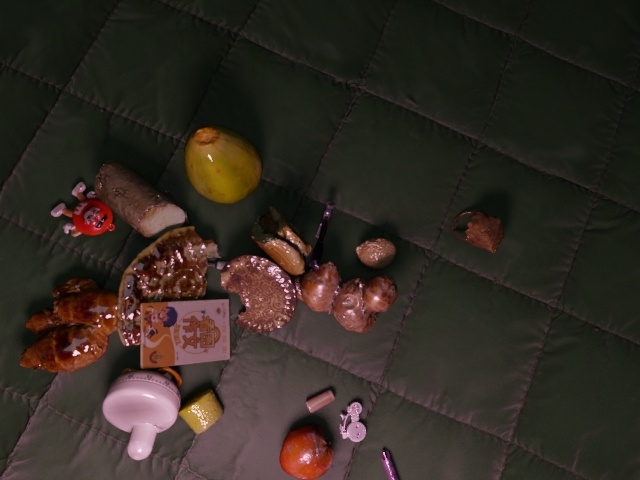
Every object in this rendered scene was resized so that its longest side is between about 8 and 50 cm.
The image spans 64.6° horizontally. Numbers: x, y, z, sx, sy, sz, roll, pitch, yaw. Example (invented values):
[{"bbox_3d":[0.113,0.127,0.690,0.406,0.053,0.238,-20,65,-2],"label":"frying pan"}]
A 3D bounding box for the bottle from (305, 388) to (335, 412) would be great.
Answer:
[{"bbox_3d":[0.000,0.544,1.716,0.096,0.045,0.045,-24,81,-11],"label":"bottle"}]

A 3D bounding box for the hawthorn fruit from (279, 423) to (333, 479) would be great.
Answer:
[{"bbox_3d":[-0.046,0.684,1.626,0.173,0.173,0.172,1,78,-4],"label":"hawthorn fruit"}]

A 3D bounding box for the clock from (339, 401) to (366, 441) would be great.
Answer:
[{"bbox_3d":[0.108,0.612,1.712,0.087,0.041,0.129,-1,83,-8],"label":"clock"}]

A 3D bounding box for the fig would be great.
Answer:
[{"bbox_3d":[-0.343,-0.272,1.714,0.258,0.326,0.258,-5,68,12],"label":"fig"}]

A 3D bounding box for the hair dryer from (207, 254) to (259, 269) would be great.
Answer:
[{"bbox_3d":[-0.317,0.096,1.787,0.198,0.057,0.100,4,78,5],"label":"hair dryer"}]

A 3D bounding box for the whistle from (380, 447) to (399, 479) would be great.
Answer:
[{"bbox_3d":[0.240,0.786,1.691,0.033,0.033,0.176,-18,81,-8],"label":"whistle"}]

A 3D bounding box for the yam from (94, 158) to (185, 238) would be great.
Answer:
[{"bbox_3d":[-0.619,-0.134,1.721,0.304,0.168,0.168,37,78,17],"label":"yam"}]

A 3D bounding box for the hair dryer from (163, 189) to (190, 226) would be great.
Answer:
[{"bbox_3d":[-0.533,-0.112,1.815,0.106,0.054,0.154,-18,70,-2],"label":"hair dryer"}]

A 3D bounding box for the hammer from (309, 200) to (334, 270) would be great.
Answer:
[{"bbox_3d":[0.000,0.000,1.738,0.037,0.137,0.290,15,42,-2],"label":"hammer"}]

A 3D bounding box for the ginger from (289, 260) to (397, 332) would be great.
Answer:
[{"bbox_3d":[0.069,0.178,1.721,0.375,0.256,0.176,16,43,14],"label":"ginger"}]

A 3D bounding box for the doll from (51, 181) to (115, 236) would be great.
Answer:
[{"bbox_3d":[-0.817,-0.090,1.765,0.217,0.085,0.183,37,77,13],"label":"doll"}]

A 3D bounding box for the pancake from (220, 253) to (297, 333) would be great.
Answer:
[{"bbox_3d":[-0.214,0.183,1.704,0.288,0.033,0.286,33,116,-5],"label":"pancake"}]

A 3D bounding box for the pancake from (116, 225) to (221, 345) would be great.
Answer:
[{"bbox_3d":[-0.506,0.149,1.689,0.305,0.067,0.426,16,78,-30],"label":"pancake"}]

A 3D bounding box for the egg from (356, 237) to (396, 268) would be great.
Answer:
[{"bbox_3d":[0.201,0.044,1.798,0.140,0.116,0.118,-16,104,4],"label":"egg"}]

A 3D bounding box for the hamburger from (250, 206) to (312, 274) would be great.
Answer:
[{"bbox_3d":[-0.122,0.010,1.710,0.132,0.309,0.211,-41,113,-1],"label":"hamburger"}]

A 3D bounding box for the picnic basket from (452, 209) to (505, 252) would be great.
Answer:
[{"bbox_3d":[0.567,-0.042,1.843,0.178,0.138,0.128,21,65,39],"label":"picnic basket"}]

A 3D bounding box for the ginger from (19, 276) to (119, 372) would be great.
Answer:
[{"bbox_3d":[-0.811,0.280,1.653,0.274,0.152,0.357,33,76,3],"label":"ginger"}]

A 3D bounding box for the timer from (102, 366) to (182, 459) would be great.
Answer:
[{"bbox_3d":[-0.559,0.527,1.577,0.234,0.233,0.240,3,37,-4],"label":"timer"}]

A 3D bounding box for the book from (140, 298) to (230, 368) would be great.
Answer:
[{"bbox_3d":[-0.440,0.303,1.669,0.295,0.020,0.207,1,83,-32],"label":"book"}]

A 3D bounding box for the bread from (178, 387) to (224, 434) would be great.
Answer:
[{"bbox_3d":[-0.390,0.557,1.657,0.129,0.111,0.114,-36,91,-6],"label":"bread"}]
